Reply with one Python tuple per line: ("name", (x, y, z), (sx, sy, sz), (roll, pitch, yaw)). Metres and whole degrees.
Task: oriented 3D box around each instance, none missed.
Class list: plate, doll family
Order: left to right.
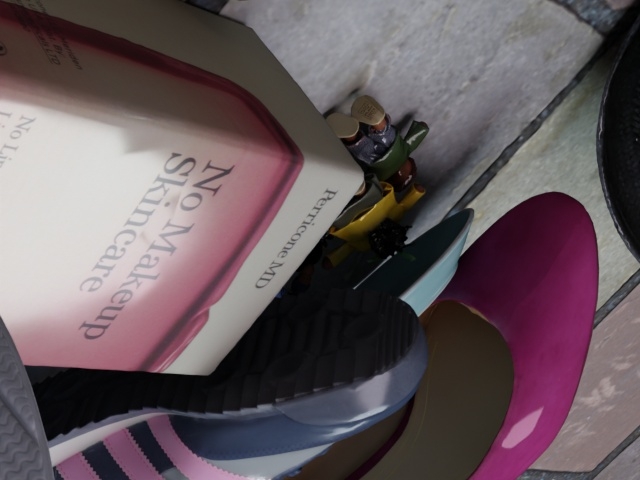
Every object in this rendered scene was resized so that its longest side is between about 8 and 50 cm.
("doll family", (0.000, 0.000, 0.781), (0.193, 0.076, 0.111), (-34, 152, 6))
("plate", (0.036, 0.048, 0.815), (0.188, 0.024, 0.188), (-41, -176, 4))

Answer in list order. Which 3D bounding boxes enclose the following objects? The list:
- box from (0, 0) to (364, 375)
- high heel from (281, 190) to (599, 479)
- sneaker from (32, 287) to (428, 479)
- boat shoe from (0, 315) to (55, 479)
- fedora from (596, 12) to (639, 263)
("box", (-0.120, -0.034, 0.568), (0.232, 0.127, 0.148), (11, 125, -49))
("high heel", (0.046, 0.124, 0.781), (0.181, 0.127, 0.377), (23, 94, -53))
("sneaker", (-0.063, 0.124, 0.721), (0.319, 0.112, 0.131), (-18, 115, 28))
("boat shoe", (-0.197, 0.020, 0.426), (0.109, 0.302, 0.094), (-22, 159, -46))
("fedora", (0.355, -0.054, 0.806), (0.334, 0.334, 0.152), (-42, -170, 9))
